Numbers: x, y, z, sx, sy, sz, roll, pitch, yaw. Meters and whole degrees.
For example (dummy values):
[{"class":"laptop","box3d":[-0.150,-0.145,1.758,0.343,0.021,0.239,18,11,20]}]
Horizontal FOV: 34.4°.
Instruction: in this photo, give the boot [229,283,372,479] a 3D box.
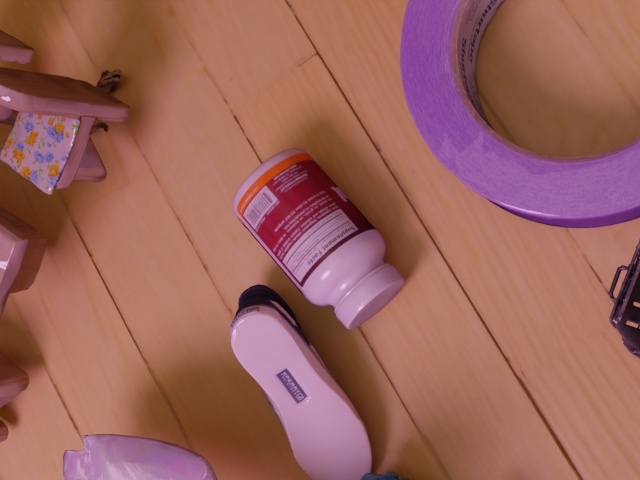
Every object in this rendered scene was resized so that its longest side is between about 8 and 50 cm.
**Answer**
[{"class":"boot","box3d":[-0.013,0.125,0.905,0.069,0.086,0.190,-27,105,8]}]

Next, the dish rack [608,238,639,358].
[{"class":"dish rack","box3d":[0.319,-0.022,0.729,0.074,0.208,0.272,27,96,58]}]

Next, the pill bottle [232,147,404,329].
[{"class":"pill bottle","box3d":[0.000,0.000,0.895,0.086,0.086,0.152,-44,74,11]}]

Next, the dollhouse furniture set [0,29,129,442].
[{"class":"dollhouse furniture set","box3d":[-0.442,-0.043,0.933,0.394,0.256,0.362,32,107,24]}]

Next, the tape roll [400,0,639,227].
[{"class":"tape roll","box3d":[0.207,-0.150,0.832,0.274,0.090,0.275,-2,85,20]}]

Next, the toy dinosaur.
[{"class":"toy dinosaur","box3d":[-0.274,-0.119,1.029,0.183,0.053,0.093,-11,67,11]}]

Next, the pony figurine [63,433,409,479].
[{"class":"pony figurine","box3d":[-0.068,0.313,0.777,0.351,0.363,0.303,-11,109,23]}]
